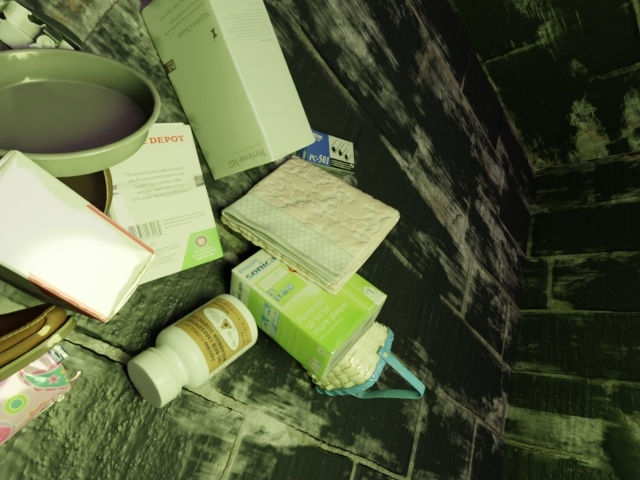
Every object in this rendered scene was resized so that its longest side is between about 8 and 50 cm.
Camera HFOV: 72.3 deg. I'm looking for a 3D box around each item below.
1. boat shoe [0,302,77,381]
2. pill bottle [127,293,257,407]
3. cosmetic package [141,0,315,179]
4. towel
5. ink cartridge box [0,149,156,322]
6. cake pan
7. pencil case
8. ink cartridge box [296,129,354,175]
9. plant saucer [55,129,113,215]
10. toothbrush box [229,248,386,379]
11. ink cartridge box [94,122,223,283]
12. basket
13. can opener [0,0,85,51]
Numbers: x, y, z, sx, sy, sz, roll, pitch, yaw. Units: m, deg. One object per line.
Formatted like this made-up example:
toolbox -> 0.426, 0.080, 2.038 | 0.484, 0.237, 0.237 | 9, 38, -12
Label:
boat shoe -> -0.470, 0.138, 0.538 | 0.308, 0.110, 0.104 | -23, 107, -4
pill bottle -> -0.246, 0.213, 0.861 | 0.229, 0.131, 0.131 | -33, 109, -45
cosmetic package -> -0.192, -0.346, 0.941 | 0.156, 0.217, 0.384 | -34, 107, -45
towel -> -0.016, -0.061, 1.051 | 0.317, 0.332, 0.053 | -46, 161, -41
ink cartridge box -> -0.398, 0.005, 0.615 | 0.207, 0.283, 0.117 | 45, 59, -34
cake pan -> -0.395, -0.196, 0.659 | 0.294, 0.054, 0.293 | 9, 45, -10
pencil case -> -0.486, 0.259, 0.603 | 0.284, 0.124, 0.124 | -50, 120, -40
ink cartridge box -> 0.017, -0.254, 1.277 | 0.207, 0.046, 0.097 | 3, 82, -47
plant saucer -> -0.398, -0.096, 0.720 | 0.029, 0.169, 0.168 | -27, 105, -62
toothbrush box -> -0.032, 0.131, 0.986 | 0.206, 0.283, 0.122 | -37, 153, -39
ink cartridge box -> -0.324, -0.070, 0.828 | 0.198, 0.115, 0.272 | -20, 99, -48
basket -> 0.096, 0.313, 1.130 | 0.289, 0.255, 0.201 | 51, 48, -15
can opener -> -0.528, -0.381, 0.700 | 0.280, 0.074, 0.093 | 39, 23, -39
